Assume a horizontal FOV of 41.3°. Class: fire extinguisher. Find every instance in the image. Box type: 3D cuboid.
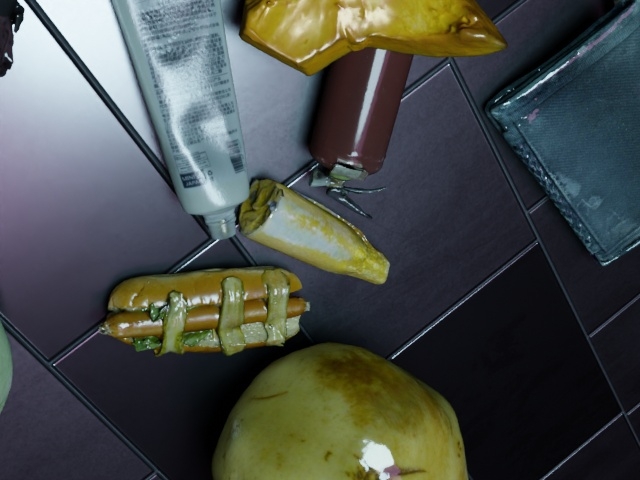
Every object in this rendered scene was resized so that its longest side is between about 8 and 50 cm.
[{"bbox_3d":[0.052,-0.160,0.997,0.104,0.105,0.269,6,108,-26],"label":"fire extinguisher"}]

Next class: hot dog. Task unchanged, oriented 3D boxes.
[{"bbox_3d":[-0.138,0.088,1.038,0.269,0.072,0.109,-4,111,-24],"label":"hot dog"}]

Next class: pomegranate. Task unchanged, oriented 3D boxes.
[{"bbox_3d":[0.022,0.298,1.067,0.332,0.332,0.333,-9,115,-20],"label":"pomegranate"}]

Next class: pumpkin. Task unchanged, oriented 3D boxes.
[{"bbox_3d":[0.023,-0.293,0.875,0.258,0.095,0.290,-18,93,4],"label":"pumpkin"}]

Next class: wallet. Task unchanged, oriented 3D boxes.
[{"bbox_3d":[0.401,-0.141,1.164,0.237,0.075,0.342,-37,123,13],"label":"wallet"}]

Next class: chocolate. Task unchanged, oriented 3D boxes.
[{"bbox_3d":[0.000,0.000,1.063,0.219,0.085,0.086,29,98,-35],"label":"chocolate"}]

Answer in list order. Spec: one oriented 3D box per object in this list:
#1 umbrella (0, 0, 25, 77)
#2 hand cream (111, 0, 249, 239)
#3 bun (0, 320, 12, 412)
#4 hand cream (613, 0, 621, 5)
[{"bbox_3d":[-0.328,-0.211,0.811,0.094,0.090,0.326,19,103,-33],"label":"umbrella"},{"bbox_3d":[-0.145,-0.161,0.939,0.124,0.078,0.341,-17,110,-16],"label":"hand cream"},{"bbox_3d":[-0.461,0.151,0.852,0.293,0.187,0.293,-8,112,-20],"label":"bun"},{"bbox_3d":[0.420,-0.324,1.121,0.095,0.059,0.276,-32,117,-8],"label":"hand cream"}]
